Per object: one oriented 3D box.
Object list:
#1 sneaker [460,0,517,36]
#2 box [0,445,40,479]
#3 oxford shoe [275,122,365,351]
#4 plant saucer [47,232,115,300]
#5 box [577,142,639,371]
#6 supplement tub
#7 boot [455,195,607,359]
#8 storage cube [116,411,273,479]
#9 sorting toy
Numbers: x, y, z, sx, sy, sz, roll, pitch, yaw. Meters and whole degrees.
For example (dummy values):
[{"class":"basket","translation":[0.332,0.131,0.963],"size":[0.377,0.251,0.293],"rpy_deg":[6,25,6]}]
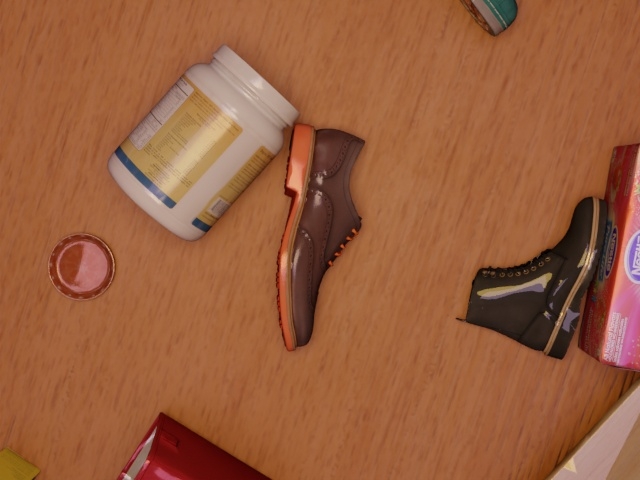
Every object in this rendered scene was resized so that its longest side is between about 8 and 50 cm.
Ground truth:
[{"class":"sneaker","translation":[0.173,-0.392,1.237],"size":[0.121,0.108,0.302],"rpy_deg":[-26,90,7]},{"class":"box","translation":[-0.397,0.310,1.220],"size":[0.058,0.232,0.087],"rpy_deg":[36,94,0]},{"class":"oxford shoe","translation":[0.000,0.000,1.266],"size":[0.098,0.097,0.271],"rpy_deg":[6,92,-4]},{"class":"plant saucer","translation":[-0.294,0.032,1.316],"size":[0.083,0.013,0.083],"rpy_deg":[0,92,3]},{"class":"box","translation":[0.389,0.021,1.234],"size":[0.122,0.128,0.257],"rpy_deg":[10,93,1]},{"class":"supplement tub","translation":[-0.134,-0.114,1.239],"size":[0.144,0.144,0.200],"rpy_deg":[43,93,0]},{"class":"boot","translation":[0.253,0.029,1.270],"size":[0.137,0.077,0.198],"rpy_deg":[17,91,6]},{"class":"storage cube","translation":[-0.157,0.342,1.228],"size":[0.193,0.215,0.184],"rpy_deg":[33,92,-6]},{"class":"sorting toy","translation":[0.390,0.327,1.265],"size":[0.255,0.089,0.257],"rpy_deg":[42,93,0]}]
